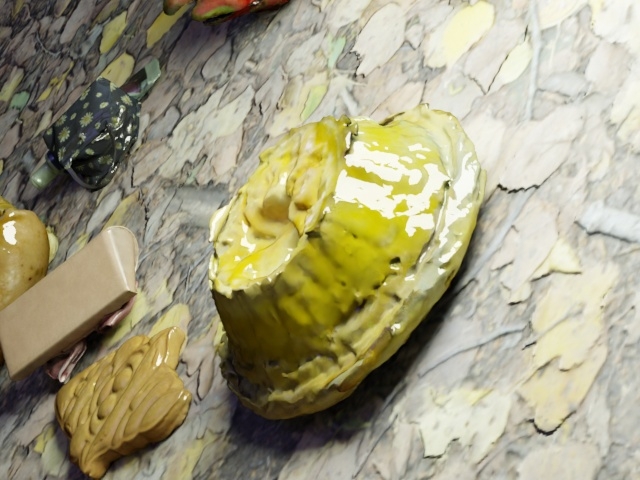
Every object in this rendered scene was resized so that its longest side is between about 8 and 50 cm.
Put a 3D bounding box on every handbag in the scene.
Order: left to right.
[{"bbox_3d":[-0.257,-0.108,2.071,0.115,0.072,0.139,-44,33,16],"label":"handbag"}]

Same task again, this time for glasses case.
[{"bbox_3d":[-0.245,0.081,1.859,0.193,0.070,0.102,-36,60,26],"label":"glasses case"}]

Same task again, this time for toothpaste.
[{"bbox_3d":[-0.270,-0.139,2.166,0.216,0.037,0.062,-42,28,12],"label":"toothpaste"}]

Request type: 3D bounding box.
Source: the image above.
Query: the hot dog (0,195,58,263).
[{"bbox_3d":[-0.388,-0.007,2.157,0.084,0.073,0.242,-51,28,-6],"label":"hot dog"}]

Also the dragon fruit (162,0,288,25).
[{"bbox_3d":[-0.081,-0.327,1.946,0.189,0.182,0.182,-3,55,40],"label":"dragon fruit"}]

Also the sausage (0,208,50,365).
[{"bbox_3d":[-0.461,0.174,2.000,0.123,0.136,0.501,39,91,36],"label":"sausage"}]

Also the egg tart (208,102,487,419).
[{"bbox_3d":[0.000,0.000,1.497,0.315,0.120,0.315,-38,32,29],"label":"egg tart"}]

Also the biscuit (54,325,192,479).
[{"bbox_3d":[-0.198,0.154,1.729,0.250,0.035,0.162,-6,49,57],"label":"biscuit"}]
